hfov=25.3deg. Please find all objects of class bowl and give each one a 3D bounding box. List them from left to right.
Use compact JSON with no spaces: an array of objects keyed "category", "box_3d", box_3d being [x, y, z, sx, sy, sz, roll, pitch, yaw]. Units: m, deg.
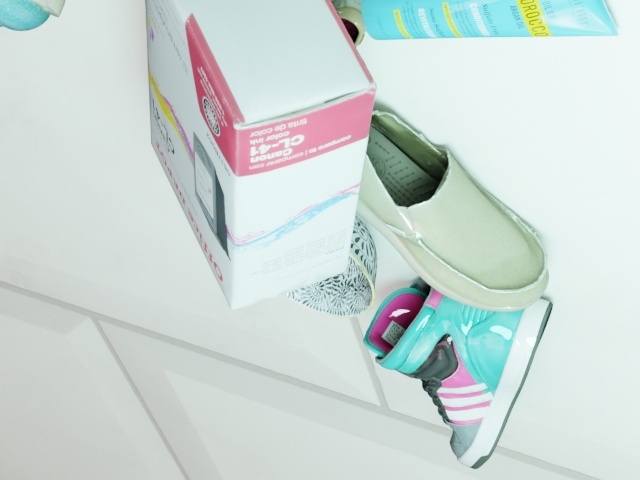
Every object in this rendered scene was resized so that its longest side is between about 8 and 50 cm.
[{"category":"bowl","box_3d":[0.000,0.000,1.539,0.170,0.080,0.170,24,150,15]}]

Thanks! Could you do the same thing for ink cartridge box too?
[{"category":"ink cartridge box","box_3d":[-0.062,-0.112,1.279,0.306,0.131,0.226,100,147,-57]}]

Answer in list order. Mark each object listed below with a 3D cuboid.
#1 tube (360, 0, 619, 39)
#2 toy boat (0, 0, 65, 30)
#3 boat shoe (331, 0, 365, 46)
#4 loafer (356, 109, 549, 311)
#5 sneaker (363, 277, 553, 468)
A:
[{"category":"tube","box_3d":[0.134,-0.192,1.160,0.207,0.052,0.080,2,149,32]},{"category":"toy boat","box_3d":[-0.397,-0.285,1.376,0.318,0.148,0.267,29,180,27]},{"category":"boat shoe","box_3d":[0.009,-0.184,1.285,0.050,0.045,0.135,36,151,-7]},{"category":"loafer","box_3d":[0.111,-0.029,1.367,0.268,0.102,0.092,35,157,-3]},{"category":"sneaker","box_3d":[0.133,0.136,1.568,0.178,0.123,0.295,22,142,8]}]
